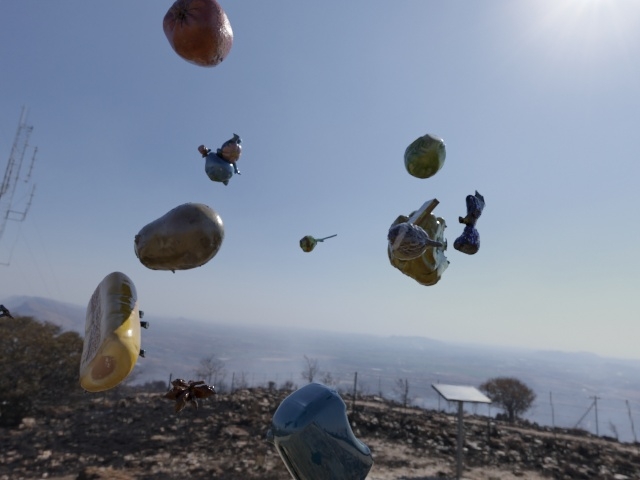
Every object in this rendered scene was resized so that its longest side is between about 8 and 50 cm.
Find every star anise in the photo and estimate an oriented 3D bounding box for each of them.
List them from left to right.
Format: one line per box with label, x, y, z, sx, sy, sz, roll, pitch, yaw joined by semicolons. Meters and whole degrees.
star anise;-0.606;0.692;1.832;0.213;0.110;0.196;-15;14;-37

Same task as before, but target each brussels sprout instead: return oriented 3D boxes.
brussels sprout;0.352;-0.284;1.359;0.118;0.154;0.155;1;-8;-34

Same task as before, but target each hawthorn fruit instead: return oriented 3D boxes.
hawthorn fruit;-0.322;-0.556;1.096;0.179;0.179;0.200;2;-13;13

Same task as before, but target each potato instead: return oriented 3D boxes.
potato;-0.330;-0.003;0.957;0.263;0.164;0.165;-19;-23;28

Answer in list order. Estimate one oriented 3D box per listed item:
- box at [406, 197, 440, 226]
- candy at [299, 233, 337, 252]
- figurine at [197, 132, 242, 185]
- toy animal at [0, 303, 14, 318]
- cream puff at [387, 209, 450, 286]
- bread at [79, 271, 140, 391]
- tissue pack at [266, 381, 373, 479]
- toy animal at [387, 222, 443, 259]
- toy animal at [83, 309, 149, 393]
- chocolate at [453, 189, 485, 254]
box;0.310;-0.074;1.254;0.023;0.133;0.090;42;-6;-1
candy;0.000;0.000;0.904;0.123;0.035;0.035;-15;-35;-49
figurine;-0.342;-0.291;1.388;0.145;0.178;0.114;32;1;19
toy animal;-0.690;0.170;0.809;0.062;0.108;0.220;31;-41;2
cream puff;0.397;0.036;1.736;0.270;0.322;0.274;-3;7;35
bread;-0.448;0.185;0.868;0.091;0.142;0.305;38;5;-35
tissue pack;-0.006;0.564;1.101;0.206;0.287;0.198;-33;11;-32
toy animal;0.236;-0.003;1.028;0.137;0.098;0.098;-11;-20;39
toy animal;-0.609;0.330;1.215;0.137;0.269;0.082;7;-23;0
chocolate;0.765;-0.107;2.026;0.149;0.343;0.126;19;-14;-12
